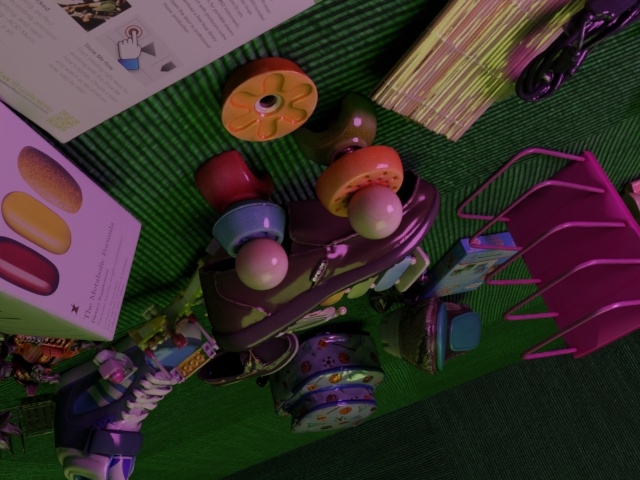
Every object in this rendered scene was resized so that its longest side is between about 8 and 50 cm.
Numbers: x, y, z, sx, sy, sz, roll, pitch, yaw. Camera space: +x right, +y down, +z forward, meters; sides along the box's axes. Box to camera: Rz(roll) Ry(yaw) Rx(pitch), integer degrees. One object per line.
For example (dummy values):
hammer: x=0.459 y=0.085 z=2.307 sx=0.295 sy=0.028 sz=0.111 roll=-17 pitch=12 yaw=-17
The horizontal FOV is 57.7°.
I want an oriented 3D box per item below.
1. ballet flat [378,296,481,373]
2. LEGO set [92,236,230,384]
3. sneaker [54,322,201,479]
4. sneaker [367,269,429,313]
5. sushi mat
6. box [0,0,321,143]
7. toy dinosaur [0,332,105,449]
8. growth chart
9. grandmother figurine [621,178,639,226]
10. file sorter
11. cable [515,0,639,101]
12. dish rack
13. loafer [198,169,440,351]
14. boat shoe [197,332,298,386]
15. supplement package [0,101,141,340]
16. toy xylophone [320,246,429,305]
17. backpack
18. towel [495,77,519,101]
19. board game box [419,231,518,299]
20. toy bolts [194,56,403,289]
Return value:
ballet flat: x=0.233 y=0.206 z=1.305 sx=0.182 sy=0.164 sz=0.483 roll=1 pitch=175 yaw=25
LEGO set: x=-0.183 y=0.114 z=0.849 sx=0.287 sy=0.107 sz=0.132 roll=-42 pitch=169 yaw=5
sneaker: x=-0.327 y=0.308 z=1.027 sx=0.322 sy=0.236 sz=0.130 roll=-26 pitch=154 yaw=12
sneaker: x=0.155 y=0.103 z=1.166 sx=0.067 sy=0.078 sz=0.188 roll=-5 pitch=152 yaw=-30
sushi mat: x=0.196 y=-0.229 z=0.575 sx=0.151 sy=0.019 sz=0.316 roll=11 pitch=134 yaw=-41
box: x=-0.126 y=-0.209 z=0.388 sx=0.322 sy=0.058 sz=0.232 roll=-24 pitch=154 yaw=10
toy dinosaur: x=-0.456 y=0.145 z=0.778 sx=0.321 sy=0.164 sz=0.218 roll=15 pitch=125 yaw=-24
growth chart: x=-0.061 y=0.138 z=0.961 sx=0.172 sy=0.021 sz=0.237 roll=-24 pitch=164 yaw=32
grandmother figurine: x=0.775 y=-0.130 z=1.162 sx=0.342 sy=0.104 sz=0.208 roll=-25 pitch=-179 yaw=2
file sorter: x=0.377 y=0.022 z=0.938 sx=0.182 sy=0.291 sz=0.202 roll=2 pitch=146 yaw=-33
cable: x=0.292 y=-0.214 z=0.627 sx=0.184 sy=0.047 sz=0.150 roll=-37 pitch=169 yaw=-24
dish rack: x=-0.645 y=0.388 z=1.137 sx=0.271 sy=0.074 sz=0.208 roll=-7 pitch=152 yaw=-27
loafer: x=0.000 y=0.000 z=0.764 sx=0.366 sy=0.130 sz=0.134 roll=-34 pitch=-160 yaw=-16
boat shoe: x=-0.154 y=0.252 z=1.225 sx=0.227 sy=0.081 sz=0.068 roll=-26 pitch=158 yaw=17
supplement package: x=-0.289 y=-0.007 z=0.516 sx=0.133 sy=0.139 sz=0.244 roll=1 pitch=158 yaw=13
toy xylophone: x=0.025 y=0.037 z=0.942 sx=0.322 sy=0.081 sz=0.236 roll=-12 pitch=153 yaw=-17
backpack: x=0.023 y=0.331 z=1.385 sx=0.276 sy=0.213 sz=0.263 roll=-2 pitch=138 yaw=-29
towel: x=0.188 y=-0.203 z=0.656 sx=0.110 sy=0.027 sz=0.148 roll=-24 pitch=150 yaw=5
board game box: x=0.317 y=0.056 z=1.241 sx=0.160 sy=0.039 sz=0.211 roll=-8 pitch=151 yaw=-25
toy bolts: x=-0.039 y=-0.053 z=0.630 sx=0.228 sy=0.158 sz=0.218 roll=-33 pitch=152 yaw=23
